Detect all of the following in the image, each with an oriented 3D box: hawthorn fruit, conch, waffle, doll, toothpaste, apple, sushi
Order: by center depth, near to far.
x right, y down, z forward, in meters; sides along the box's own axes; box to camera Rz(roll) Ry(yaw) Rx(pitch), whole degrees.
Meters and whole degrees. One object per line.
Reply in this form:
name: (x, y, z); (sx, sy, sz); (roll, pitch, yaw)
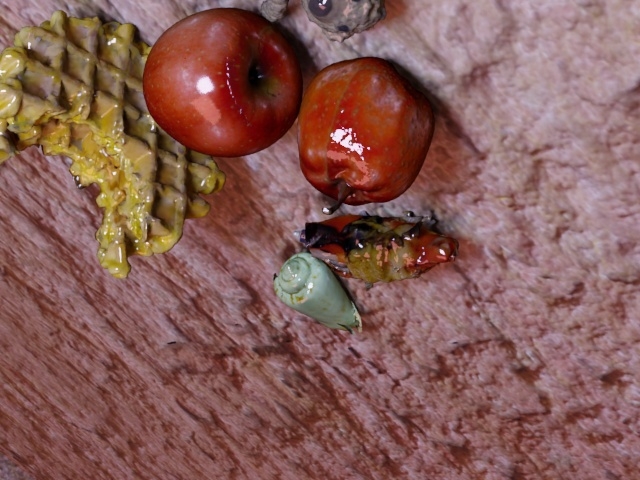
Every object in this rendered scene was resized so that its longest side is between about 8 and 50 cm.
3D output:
doll: (-0.056, -0.320, 1.282); (0.203, 0.091, 0.286); (-25, 110, 42)
hawthorn fruit: (0.041, -0.106, 1.385); (0.157, 0.194, 0.157); (17, 155, 8)
apple: (-0.115, -0.180, 1.416); (0.168, 0.181, 0.181); (-8, 132, 39)
waffle: (-0.278, -0.132, 1.541); (0.151, 0.261, 0.324); (-22, 124, 43)
sushi: (0.085, 0.012, 1.604); (0.226, 0.103, 0.097); (6, 113, 37)
toothpaste: (0.000, 0.000, 1.721); (0.083, 0.019, 0.027); (17, 121, 19)
conch: (-0.010, 0.082, 1.797); (0.106, 0.079, 0.170); (16, 155, 48)
